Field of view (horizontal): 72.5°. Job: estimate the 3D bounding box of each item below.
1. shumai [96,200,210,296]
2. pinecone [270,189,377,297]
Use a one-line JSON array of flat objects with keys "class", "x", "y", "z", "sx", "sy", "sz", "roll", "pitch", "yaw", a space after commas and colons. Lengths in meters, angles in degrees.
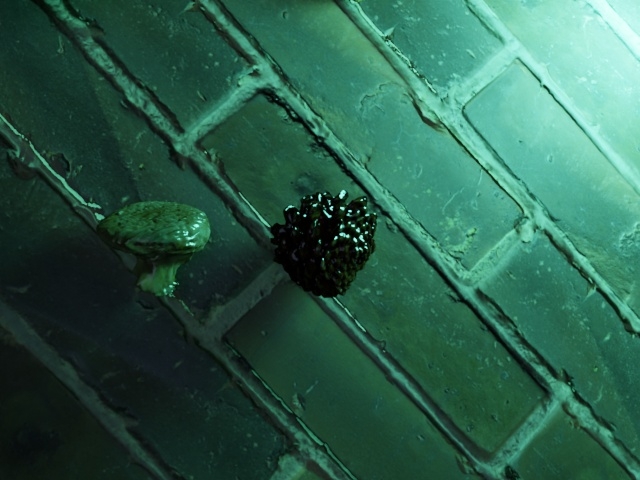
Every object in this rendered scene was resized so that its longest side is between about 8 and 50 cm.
[{"class": "shumai", "x": -0.328, "y": 0.014, "z": 0.876, "sx": 0.209, "sy": 0.161, "sz": 0.153, "roll": -13, "pitch": 120, "yaw": -37}, {"class": "pinecone", "x": 0.000, "y": 0.000, "z": 0.875, "sx": 0.221, "sy": 0.221, "sz": 0.222, "roll": 0, "pitch": 86, "yaw": -7}]
